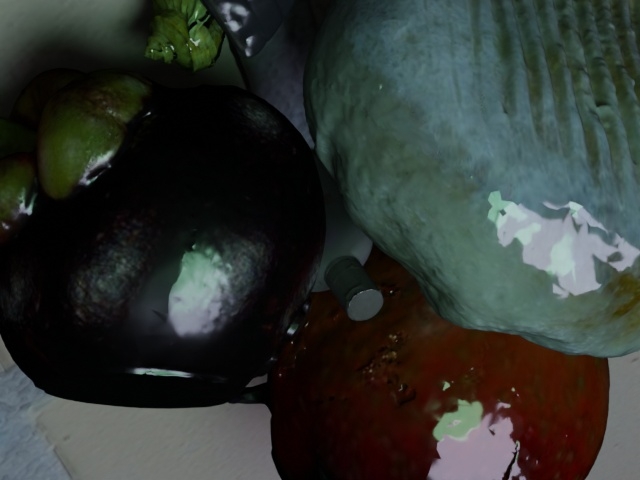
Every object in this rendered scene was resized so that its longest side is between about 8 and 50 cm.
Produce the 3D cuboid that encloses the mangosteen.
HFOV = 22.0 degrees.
[{"bbox_3d":[-0.139,-0.001,1.168,0.287,0.287,0.233,11,81,-36],"label":"mangosteen"}]

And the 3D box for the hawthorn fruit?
[{"bbox_3d":[0.096,0.128,1.358,0.316,0.316,0.316,-16,133,-18],"label":"hawthorn fruit"}]

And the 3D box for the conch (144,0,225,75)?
[{"bbox_3d":[-0.080,-0.167,1.163,0.121,0.089,0.074,-42,100,-20],"label":"conch"}]

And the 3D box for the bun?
[{"bbox_3d":[0.156,-0.072,1.198,0.362,0.362,0.211,1,142,-30],"label":"bun"}]

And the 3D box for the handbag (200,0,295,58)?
[{"bbox_3d":[-0.051,-0.269,1.068,0.211,0.089,0.254,-53,135,-15],"label":"handbag"}]

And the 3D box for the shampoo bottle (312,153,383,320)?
[{"bbox_3d":[0.000,0.000,1.287,0.080,0.165,0.040,-35,135,1],"label":"shampoo bottle"}]
